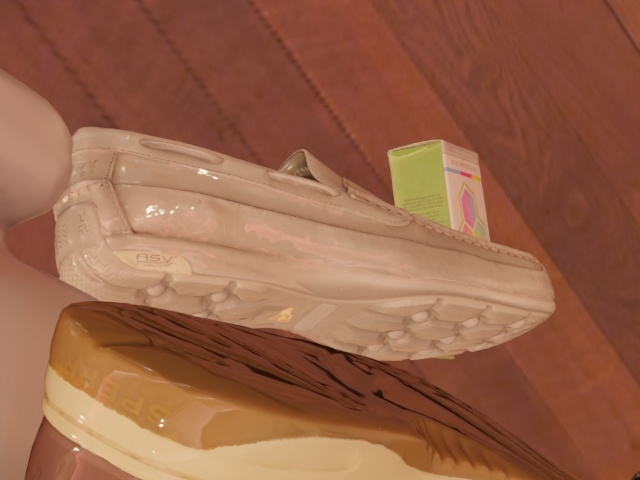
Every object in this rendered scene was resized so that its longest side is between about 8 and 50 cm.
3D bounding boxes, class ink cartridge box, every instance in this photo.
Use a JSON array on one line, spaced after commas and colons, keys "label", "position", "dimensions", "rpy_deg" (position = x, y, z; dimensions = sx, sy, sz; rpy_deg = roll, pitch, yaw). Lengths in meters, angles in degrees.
[{"label": "ink cartridge box", "position": [0.127, 0.011, 1.725], "dimensions": [0.062, 0.109, 0.209], "rpy_deg": [-10, 81, 24]}]

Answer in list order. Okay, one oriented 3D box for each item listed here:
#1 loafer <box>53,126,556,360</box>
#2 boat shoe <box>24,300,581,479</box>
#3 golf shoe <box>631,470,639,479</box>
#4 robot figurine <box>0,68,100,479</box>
[{"label": "loafer", "position": [0.000, 0.000, 0.989], "dimensions": [0.319, 0.111, 0.112], "rpy_deg": [11, 150, -33]}, {"label": "boat shoe", "position": [0.002, 0.068, 0.408], "dimensions": [0.080, 0.223, 0.073], "rpy_deg": [30, 93, 31]}, {"label": "golf shoe", "position": [0.255, 0.171, 1.117], "dimensions": [0.094, 0.077, 0.198], "rpy_deg": [11, 135, -35]}, {"label": "robot figurine", "position": [-0.170, 0.072, 0.455], "dimensions": [0.353, 0.200, 0.300], "rpy_deg": [34, 73, -49]}]
